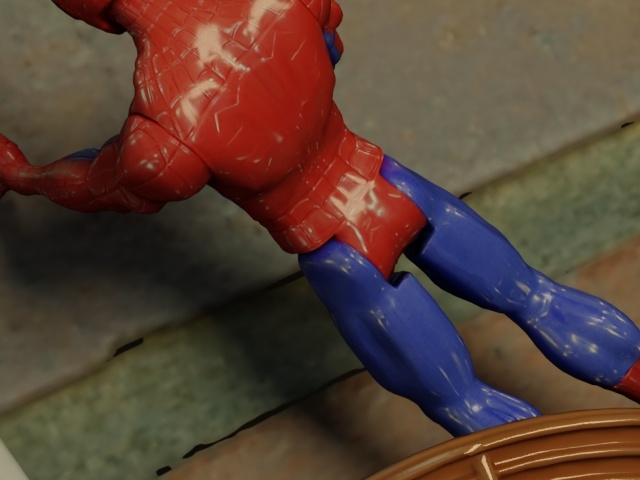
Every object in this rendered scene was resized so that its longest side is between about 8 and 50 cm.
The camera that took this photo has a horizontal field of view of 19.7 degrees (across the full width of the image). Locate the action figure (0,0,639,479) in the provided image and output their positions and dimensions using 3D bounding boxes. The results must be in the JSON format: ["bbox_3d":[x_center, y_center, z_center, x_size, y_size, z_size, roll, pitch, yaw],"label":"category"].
[{"bbox_3d":[0.000,0.000,0.578,0.280,0.139,0.091,45,72,-29],"label":"action figure"}]

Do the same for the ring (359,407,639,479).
[{"bbox_3d":[0.086,0.217,0.559,0.337,0.032,0.336,-2,99,-13],"label":"ring"}]

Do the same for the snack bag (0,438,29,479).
[{"bbox_3d":[-0.238,0.114,0.432,0.342,0.037,0.323,-31,57,-17],"label":"snack bag"}]
